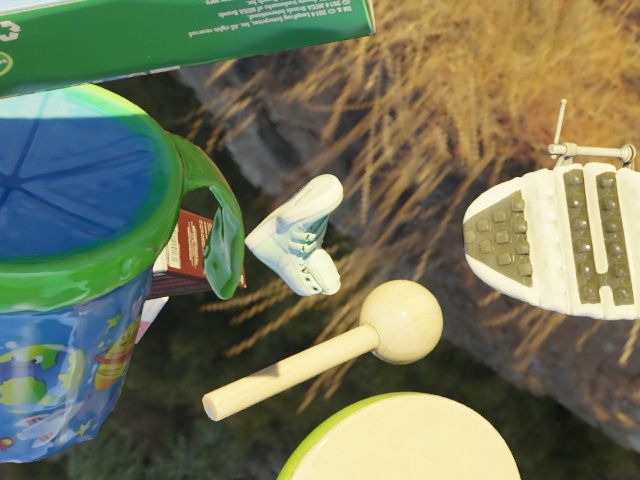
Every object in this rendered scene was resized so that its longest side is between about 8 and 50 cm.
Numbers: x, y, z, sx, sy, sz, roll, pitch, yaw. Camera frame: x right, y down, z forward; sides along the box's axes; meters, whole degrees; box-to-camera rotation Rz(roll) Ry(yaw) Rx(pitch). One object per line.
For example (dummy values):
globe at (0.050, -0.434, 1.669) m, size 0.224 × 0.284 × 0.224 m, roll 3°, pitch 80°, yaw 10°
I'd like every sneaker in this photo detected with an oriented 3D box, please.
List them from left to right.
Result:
sneaker at (0.000, 0.000, 2.042) m, size 0.151 × 0.094 × 0.256 m, roll 46°, pitch 148°, yaw -6°
sneaker at (0.242, 0.011, 0.948) m, size 0.292 × 0.110 × 0.118 m, roll 2°, pitch 166°, yaw -1°

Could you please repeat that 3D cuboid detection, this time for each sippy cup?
sippy cup at (-0.222, 0.032, 0.982) m, size 0.305 × 0.240 × 0.224 m, roll 13°, pitch 129°, yaw 4°

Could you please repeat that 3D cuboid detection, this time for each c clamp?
c clamp at (0.314, -0.084, 1.575) m, size 0.022 × 0.160 × 0.137 m, roll 30°, pitch 108°, yaw 48°

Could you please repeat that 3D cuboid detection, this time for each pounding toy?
pounding toy at (0.018, 0.154, 0.878) m, size 0.110 × 0.183 × 0.237 m, roll 15°, pitch 127°, yaw 62°

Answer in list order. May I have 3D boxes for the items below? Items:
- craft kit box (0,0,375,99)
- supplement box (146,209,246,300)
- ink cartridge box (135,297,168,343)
craft kit box at (-0.113, -0.170, 0.538) m, size 0.250 × 0.246 × 0.061 m, roll -8°, pitch 152°, yaw 7°
supplement box at (-0.180, 0.016, 1.437) m, size 0.130 × 0.073 × 0.239 m, roll -8°, pitch 171°, yaw 15°
ink cartridge box at (-0.337, 0.010, 1.933) m, size 0.273 × 0.114 × 0.197 m, roll 29°, pitch 150°, yaw -7°
